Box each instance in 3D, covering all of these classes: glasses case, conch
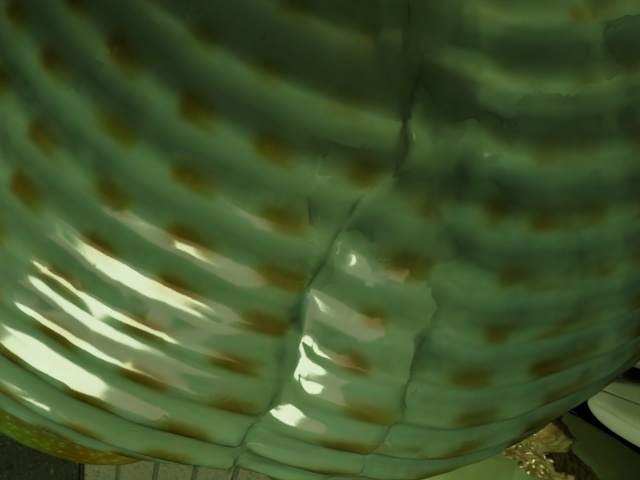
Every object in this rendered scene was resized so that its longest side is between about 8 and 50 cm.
[{"bbox_3d":[0.238,0.122,1.179,0.164,0.041,0.063,19,169,34],"label":"glasses case"},{"bbox_3d":[-0.005,-0.026,0.617,0.303,0.215,0.319,20,175,-26],"label":"conch"}]

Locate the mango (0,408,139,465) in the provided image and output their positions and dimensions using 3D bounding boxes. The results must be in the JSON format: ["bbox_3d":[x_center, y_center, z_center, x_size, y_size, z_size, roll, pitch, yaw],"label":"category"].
[{"bbox_3d":[-0.248,0.034,1.543,0.382,0.201,0.225,38,-169,-6],"label":"mango"}]

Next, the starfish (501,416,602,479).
[{"bbox_3d":[0.045,0.077,1.028,0.299,0.060,0.302,24,170,0],"label":"starfish"}]

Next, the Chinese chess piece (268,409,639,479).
[{"bbox_3d":[0.116,0.185,1.509,0.349,0.146,0.349,27,170,5],"label":"Chinese chess piece"}]
